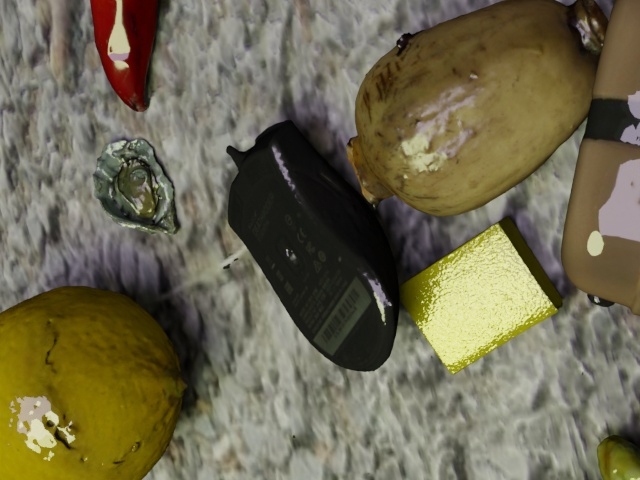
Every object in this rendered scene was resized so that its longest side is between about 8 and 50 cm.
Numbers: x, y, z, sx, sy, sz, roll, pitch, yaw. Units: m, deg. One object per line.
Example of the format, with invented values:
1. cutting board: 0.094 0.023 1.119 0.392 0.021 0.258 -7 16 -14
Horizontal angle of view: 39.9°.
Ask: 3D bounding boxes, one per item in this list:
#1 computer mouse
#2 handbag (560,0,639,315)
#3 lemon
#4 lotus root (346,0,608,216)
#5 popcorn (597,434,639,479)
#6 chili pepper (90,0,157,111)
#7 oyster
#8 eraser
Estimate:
1. computer mouse: 0.000 0.000 0.841 0.264 0.088 0.147 53 140 14
2. handbag: 0.263 -0.093 0.590 0.149 0.302 0.283 16 101 21
3. lemon: -0.265 0.171 0.921 0.228 0.228 0.253 49 123 8
4. lotus root: 0.121 -0.112 0.736 0.256 0.140 0.154 -34 92 20
5. popcorn: 0.272 0.273 0.733 0.197 0.198 0.213 5 69 24
6. chili pepper: -0.144 -0.309 0.857 0.137 0.092 0.368 33 121 -5
7. oyster: -0.197 -0.058 0.956 0.098 0.037 0.100 6 83 5
8. eraser: 0.145 0.050 0.809 0.122 0.045 0.097 -37 84 25
